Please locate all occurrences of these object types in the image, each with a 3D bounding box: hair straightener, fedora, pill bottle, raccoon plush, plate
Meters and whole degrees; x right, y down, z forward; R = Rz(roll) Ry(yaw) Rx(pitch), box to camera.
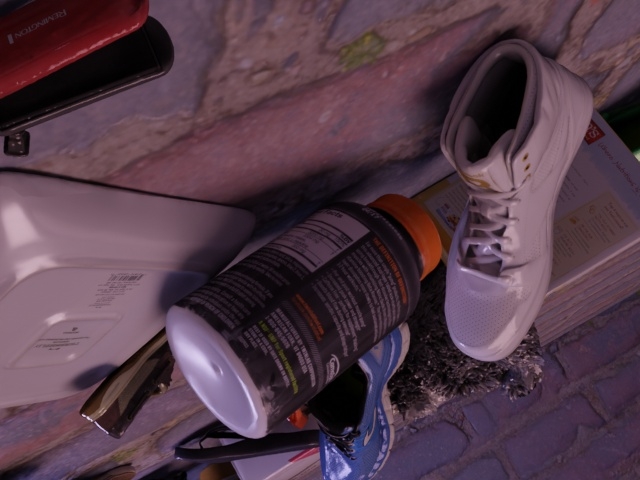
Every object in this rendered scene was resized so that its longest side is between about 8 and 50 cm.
[{"bbox_3d":[-0.176,-0.050,0.379,0.230,0.047,0.089,-31,160,-2],"label":"hair straightener"},{"bbox_3d":[-0.189,0.496,1.585,0.194,0.079,0.194,-22,156,-10],"label":"fedora"},{"bbox_3d":[-0.001,0.050,0.664,0.245,0.130,0.130,-34,164,-31],"label":"pill bottle"},{"bbox_3d":[0.149,0.108,1.139,0.299,0.216,0.446,-18,130,2],"label":"raccoon plush"},{"bbox_3d":[-0.210,0.063,0.600,0.278,0.045,0.277,-41,158,21],"label":"plate"}]

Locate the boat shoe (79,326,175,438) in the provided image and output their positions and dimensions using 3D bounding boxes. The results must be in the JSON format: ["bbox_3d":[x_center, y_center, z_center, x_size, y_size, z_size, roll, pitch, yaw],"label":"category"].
[{"bbox_3d":[-0.170,0.132,0.734,0.056,0.049,0.152,-30,-168,39],"label":"boat shoe"}]

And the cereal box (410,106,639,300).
[{"bbox_3d":[0.246,-0.032,0.847,0.240,0.173,0.047,-29,160,-4],"label":"cereal box"}]

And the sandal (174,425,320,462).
[{"bbox_3d":[-0.121,0.341,1.292,0.254,0.055,0.097,-8,160,-2],"label":"sandal"}]

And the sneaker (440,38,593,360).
[{"bbox_3d":[0.150,-0.031,0.685,0.169,0.108,0.293,8,97,-55],"label":"sneaker"}]

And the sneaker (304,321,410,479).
[{"bbox_3d":[0.030,0.245,1.100,0.147,0.129,0.330,-30,133,-47],"label":"sneaker"}]

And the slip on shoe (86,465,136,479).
[{"bbox_3d":[-0.340,0.386,1.165,0.051,0.041,0.135,-43,157,28],"label":"slip on shoe"}]

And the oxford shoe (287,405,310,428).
[{"bbox_3d":[-0.041,0.216,1.165,0.098,0.097,0.271,-49,167,-14],"label":"oxford shoe"}]

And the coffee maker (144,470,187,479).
[{"bbox_3d":[-0.301,0.509,1.395,0.171,0.120,0.178,-28,159,-8],"label":"coffee maker"}]

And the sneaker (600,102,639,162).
[{"bbox_3d":[0.362,-0.106,0.982,0.295,0.109,0.123,-38,134,25],"label":"sneaker"}]

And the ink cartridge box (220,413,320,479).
[{"bbox_3d":[-0.040,0.377,1.463,0.207,0.117,0.283,-33,159,3],"label":"ink cartridge box"}]
